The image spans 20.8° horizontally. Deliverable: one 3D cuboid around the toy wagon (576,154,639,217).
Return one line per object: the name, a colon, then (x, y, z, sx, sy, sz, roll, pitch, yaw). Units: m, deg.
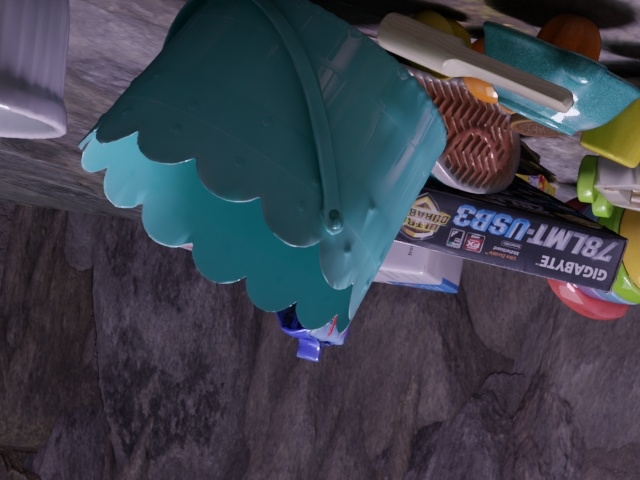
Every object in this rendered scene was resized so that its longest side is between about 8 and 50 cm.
toy wagon: (0.431, -0.059, 1.983, 0.267, 0.068, 0.344, 7, 175, 18)

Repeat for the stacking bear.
stacking bear: (0.447, 0.004, 2.290, 0.164, 0.175, 0.289, 3, 171, -39)

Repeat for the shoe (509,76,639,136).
shoe: (0.270, -0.126, 1.550, 0.219, 0.058, 0.076, 3, 163, 33)

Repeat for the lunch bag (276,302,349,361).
lunch bag: (0.000, 0.000, 2.133, 0.138, 0.293, 0.221, 8, 176, 12)

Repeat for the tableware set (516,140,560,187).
tableware set: (0.196, -0.116, 1.926, 0.128, 0.039, 0.194, 20, 174, 23)

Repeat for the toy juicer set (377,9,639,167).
toy juicer set: (0.153, -0.149, 1.366, 0.209, 0.090, 0.329, 27, -174, 21)

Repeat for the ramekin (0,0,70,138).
ramekin: (-0.351, -0.181, 1.528, 0.277, 0.135, 0.277, 8, 176, 1)

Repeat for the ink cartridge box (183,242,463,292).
ink cartridge box: (-0.007, -0.042, 2.443, 0.394, 0.166, 0.285, 8, 175, 15)

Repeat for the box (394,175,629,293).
box: (0.136, -0.041, 1.885, 0.295, 0.073, 0.293, 12, -167, -24)

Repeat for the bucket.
bucket: (-0.043, -0.073, 1.448, 0.281, 0.183, 0.281, 30, 164, 10)

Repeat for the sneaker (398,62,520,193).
sneaker: (0.072, -0.122, 1.714, 0.302, 0.108, 0.121, 20, 174, -42)

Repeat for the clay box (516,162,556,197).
clay box: (0.213, -0.081, 2.233, 0.127, 0.053, 0.222, 7, 176, 23)
